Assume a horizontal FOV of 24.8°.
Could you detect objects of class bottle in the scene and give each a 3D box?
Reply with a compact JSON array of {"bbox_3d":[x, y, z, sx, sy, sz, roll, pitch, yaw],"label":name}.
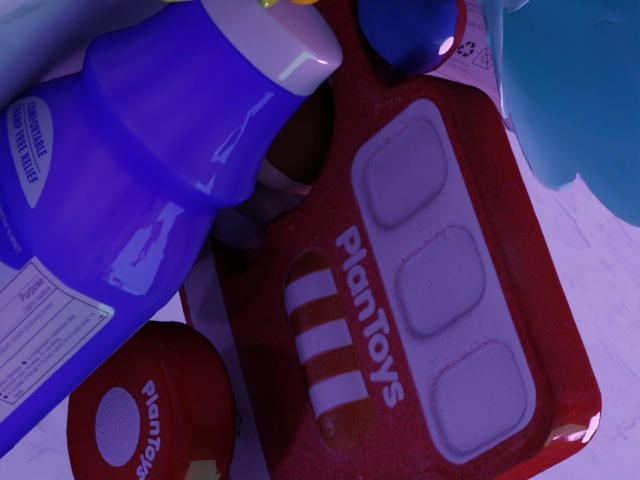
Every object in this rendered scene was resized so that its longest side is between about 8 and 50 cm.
[{"bbox_3d":[-0.111,-0.007,0.636,0.283,0.092,0.118,-42,-136,20],"label":"bottle"}]

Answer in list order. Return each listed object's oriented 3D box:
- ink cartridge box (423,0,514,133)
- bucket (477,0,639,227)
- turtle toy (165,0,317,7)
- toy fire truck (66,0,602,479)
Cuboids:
[{"bbox_3d":[0.118,-0.169,0.838,0.208,0.045,0.206,-48,-134,-10],"label":"ink cartridge box"},{"bbox_3d":[0.183,-0.152,0.584,0.281,0.183,0.281,-9,145,-7],"label":"bucket"},{"bbox_3d":[-0.011,-0.128,0.525,0.130,0.066,0.095,-42,179,-7],"label":"turtle toy"},{"bbox_3d":[0.000,0.000,0.707,0.169,0.302,0.254,8,147,-40],"label":"toy fire truck"}]
